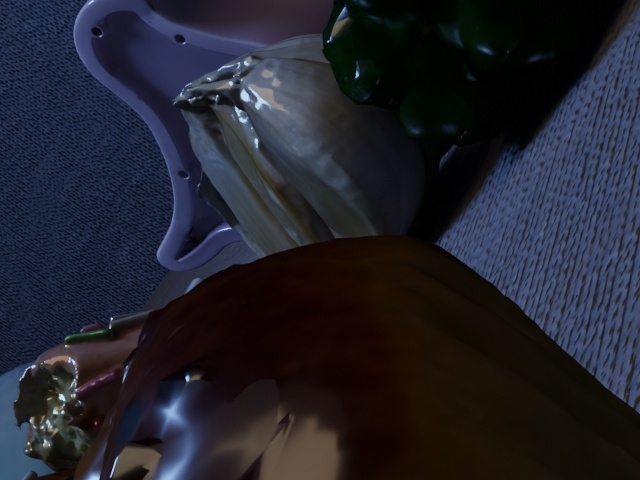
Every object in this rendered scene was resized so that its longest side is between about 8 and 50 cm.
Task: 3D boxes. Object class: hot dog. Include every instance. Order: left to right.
[{"bbox_3d":[-0.057,0.176,0.434,0.365,0.196,0.367,-47,13,34],"label":"hot dog"}]

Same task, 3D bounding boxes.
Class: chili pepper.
[{"bbox_3d":[0.093,-0.172,1.160,0.261,0.174,0.165,-67,-12,-55],"label":"chili pepper"}]

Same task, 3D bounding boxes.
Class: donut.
[{"bbox_3d":[-0.080,0.110,0.941,0.199,0.085,0.233,-12,25,6],"label":"donut"}]

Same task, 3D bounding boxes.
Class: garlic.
[{"bbox_3d":[0.007,-0.065,1.246,0.143,0.178,0.229,-39,6,-16],"label":"garlic"}]

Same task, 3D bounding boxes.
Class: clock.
[{"bbox_3d":[-0.070,-0.086,1.435,0.290,0.275,0.080,-54,10,49],"label":"clock"}]

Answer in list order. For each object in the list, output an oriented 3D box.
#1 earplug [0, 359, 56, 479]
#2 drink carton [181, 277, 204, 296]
[{"bbox_3d":[-0.140,0.200,1.058,0.185,0.185,0.324,-55,13,9],"label":"earplug"},{"bbox_3d":[-0.116,0.156,1.338,0.222,0.102,0.134,-54,9,31],"label":"drink carton"}]
